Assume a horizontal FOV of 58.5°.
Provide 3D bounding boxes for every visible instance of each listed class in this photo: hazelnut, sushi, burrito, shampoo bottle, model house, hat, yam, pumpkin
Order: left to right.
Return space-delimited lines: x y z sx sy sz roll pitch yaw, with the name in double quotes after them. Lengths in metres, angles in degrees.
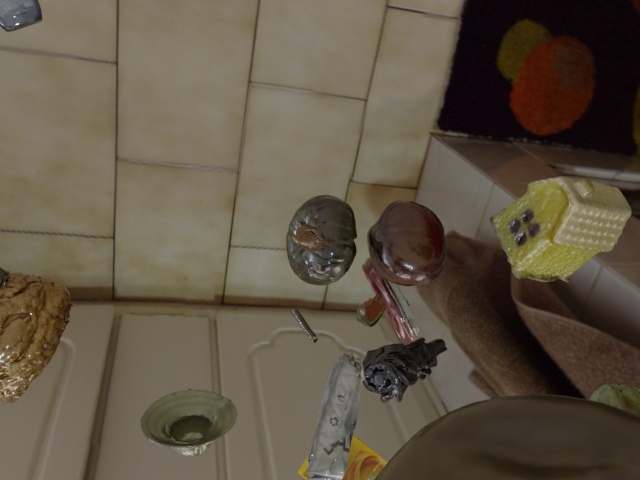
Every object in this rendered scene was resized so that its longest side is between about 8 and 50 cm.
-0.591 -0.502 1.026 0.087 0.049 0.233 -27 113 -15 "shampoo bottle"
-0.344 0.507 1.509 0.252 0.252 0.110 -2 108 -11 "hat"
-0.049 0.271 1.829 0.033 0.129 0.027 -50 152 19 "yam"
-0.019 -0.004 1.167 0.047 0.099 0.050 35 88 -48 "sushi"
-0.002 -0.002 1.488 0.159 0.238 0.238 15 113 -27 "pumpkin"
0.028 0.267 0.877 0.064 0.203 0.064 12 147 8 "burrito"
0.219 0.012 1.497 0.230 0.229 0.229 -5 119 -10 "hazelnut"
0.517 -0.033 1.204 0.193 0.174 0.234 7 149 -27 "model house"

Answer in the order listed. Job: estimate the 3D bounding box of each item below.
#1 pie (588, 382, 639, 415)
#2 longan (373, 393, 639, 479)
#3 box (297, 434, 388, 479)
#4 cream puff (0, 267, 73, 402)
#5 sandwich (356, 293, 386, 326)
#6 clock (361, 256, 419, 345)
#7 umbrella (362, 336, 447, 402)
0.667 0.435 1.151 0.306 0.306 0.071 7 150 -16 "pie"
0.160 0.258 0.416 0.350 0.288 0.288 -6 120 -28 "longan"
0.089 0.581 1.404 0.269 0.043 0.152 42 70 -12 "box"
-0.445 0.106 0.752 0.169 0.183 0.183 33 106 -31 "cream puff"
0.110 0.156 1.265 0.029 0.135 0.067 18 96 25 "sandwich"
0.226 0.191 1.768 0.080 0.318 0.318 -27 120 2 "clock"
0.196 0.254 1.219 0.340 0.118 0.118 -6 129 -57 "umbrella"
